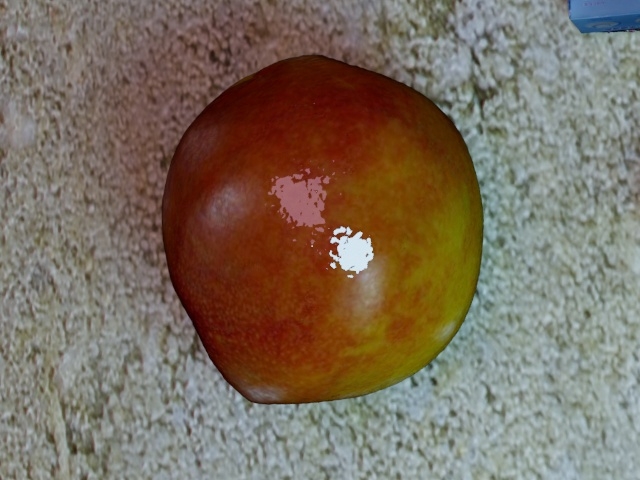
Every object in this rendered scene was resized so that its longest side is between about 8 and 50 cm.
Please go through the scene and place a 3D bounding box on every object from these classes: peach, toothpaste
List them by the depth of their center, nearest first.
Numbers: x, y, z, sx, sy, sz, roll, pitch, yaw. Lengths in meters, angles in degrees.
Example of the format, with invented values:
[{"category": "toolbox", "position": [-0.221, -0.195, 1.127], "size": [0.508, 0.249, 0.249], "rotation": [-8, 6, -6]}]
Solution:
[{"category": "peach", "position": [0.000, 0.000, 1.593], "size": [0.307, 0.308, 0.332], "rotation": [18, 94, 23]}, {"category": "toothpaste", "position": [0.371, -0.237, 1.597], "size": [0.272, 0.066, 0.053], "rotation": [-3, 81, 21]}]
